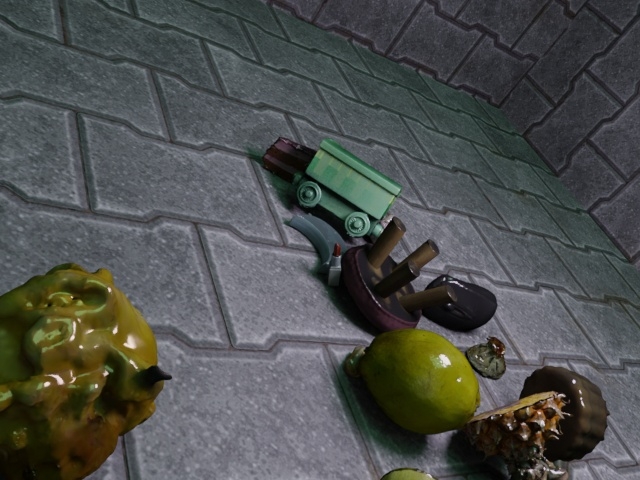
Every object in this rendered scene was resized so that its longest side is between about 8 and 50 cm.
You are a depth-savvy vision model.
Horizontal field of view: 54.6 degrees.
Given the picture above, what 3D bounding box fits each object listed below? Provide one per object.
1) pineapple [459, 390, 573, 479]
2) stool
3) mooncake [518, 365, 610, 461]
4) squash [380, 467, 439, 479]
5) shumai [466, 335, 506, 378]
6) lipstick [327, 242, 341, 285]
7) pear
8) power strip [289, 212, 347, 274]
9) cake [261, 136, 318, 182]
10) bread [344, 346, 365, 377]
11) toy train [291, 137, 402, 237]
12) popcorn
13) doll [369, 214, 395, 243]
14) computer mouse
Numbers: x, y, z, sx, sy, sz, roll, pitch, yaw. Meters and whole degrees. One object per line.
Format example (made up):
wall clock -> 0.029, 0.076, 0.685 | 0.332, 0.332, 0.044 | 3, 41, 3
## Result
pineapple -> 0.465, 0.494, 1.357 | 0.262, 0.262, 0.272 | -2, 67, -46
stool -> 0.201, 0.092, 1.584 | 0.272, 0.178, 0.272 | 37, 30, -26
mooncake -> 0.598, 0.430, 1.534 | 0.124, 0.228, 0.228 | 16, 37, -25
squash -> 0.140, 0.520, 1.045 | 0.132, 0.132, 0.247 | 35, 31, -4
shumai -> 0.470, 0.311, 1.692 | 0.123, 0.087, 0.099 | 19, 34, -30
lipstick -> 0.037, 0.057, 1.549 | 0.030, 0.129, 0.030 | 3, 39, -4
pear -> 0.213, 0.299, 1.333 | 0.269, 0.212, 0.212 | 27, 29, 15
power strip -> 0.000, 0.000, 1.668 | 0.137, 0.044, 0.216 | 4, 45, -43
cake -> -0.033, -0.218, 1.859 | 0.295, 0.116, 0.113 | 23, 30, -27
bread -> 0.082, 0.275, 1.401 | 0.049, 0.033, 0.088 | 51, 35, -5
toy train -> 0.074, -0.137, 1.738 | 0.300, 0.202, 0.120 | 34, 5, 5
popcorn -> -0.338, 0.192, 0.867 | 0.297, 0.280, 0.316 | 59, 31, -49
doll -> 0.163, -0.062, 1.868 | 0.149, 0.095, 0.192 | 3, 43, -52
computer mouse -> 0.401, 0.187, 1.737 | 0.269, 0.138, 0.086 | 18, 27, -31
